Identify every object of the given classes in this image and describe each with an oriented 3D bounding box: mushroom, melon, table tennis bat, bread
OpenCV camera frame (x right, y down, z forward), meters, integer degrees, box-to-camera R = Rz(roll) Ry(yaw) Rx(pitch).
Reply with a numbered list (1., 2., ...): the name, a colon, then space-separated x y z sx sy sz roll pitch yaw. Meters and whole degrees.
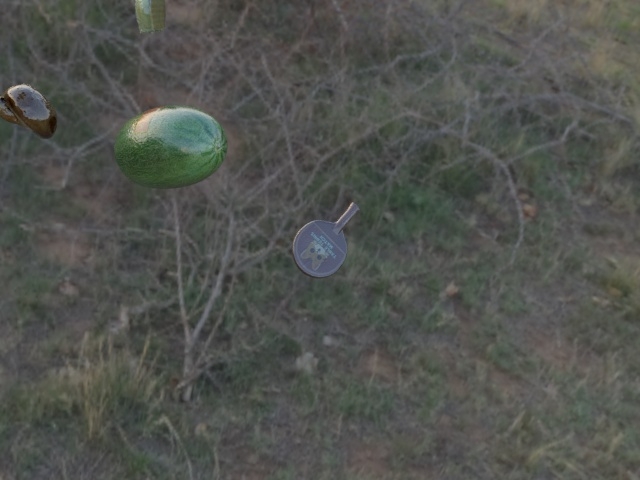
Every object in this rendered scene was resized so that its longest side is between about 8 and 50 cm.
1. mushroom: -0.547 -0.238 1.631 0.087 0.127 0.127 -41 58 -6
2. melon: -0.335 -0.200 1.883 0.287 0.182 0.182 -5 28 27
3. table tennis bat: 0.000 0.000 1.705 0.107 0.119 0.170 44 74 -11
4. bread: -0.437 -0.631 2.218 0.056 0.208 0.286 -2 10 -4
